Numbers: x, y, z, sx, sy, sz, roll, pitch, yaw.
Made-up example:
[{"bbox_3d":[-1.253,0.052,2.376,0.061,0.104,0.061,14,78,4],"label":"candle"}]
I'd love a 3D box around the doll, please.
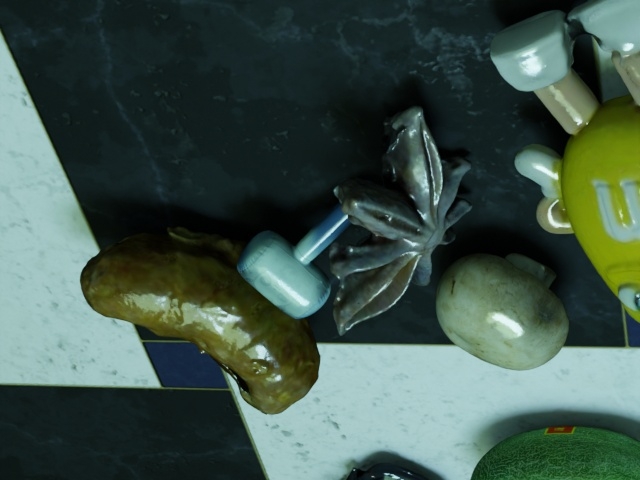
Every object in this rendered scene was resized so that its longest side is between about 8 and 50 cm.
[{"bbox_3d":[0.349,-0.085,1.532,0.423,0.161,0.348,39,138,-2],"label":"doll"}]

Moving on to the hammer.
[{"bbox_3d":[0.000,0.000,1.775,0.116,0.069,0.194,41,108,-14],"label":"hammer"}]

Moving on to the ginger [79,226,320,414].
[{"bbox_3d":[-0.131,0.078,1.869,0.321,0.172,0.165,33,173,-12],"label":"ginger"}]

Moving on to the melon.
[{"bbox_3d":[0.318,0.334,1.989,0.287,0.182,0.182,-1,136,16],"label":"melon"}]

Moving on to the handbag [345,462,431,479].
[{"bbox_3d":[0.084,0.443,2.176,0.181,0.181,0.254,26,140,-13],"label":"handbag"}]

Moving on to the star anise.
[{"bbox_3d":[0.080,-0.030,1.681,0.110,0.198,0.258,37,153,33],"label":"star anise"}]

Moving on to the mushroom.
[{"bbox_3d":[0.216,0.079,1.787,0.166,0.127,0.166,27,155,14],"label":"mushroom"}]
